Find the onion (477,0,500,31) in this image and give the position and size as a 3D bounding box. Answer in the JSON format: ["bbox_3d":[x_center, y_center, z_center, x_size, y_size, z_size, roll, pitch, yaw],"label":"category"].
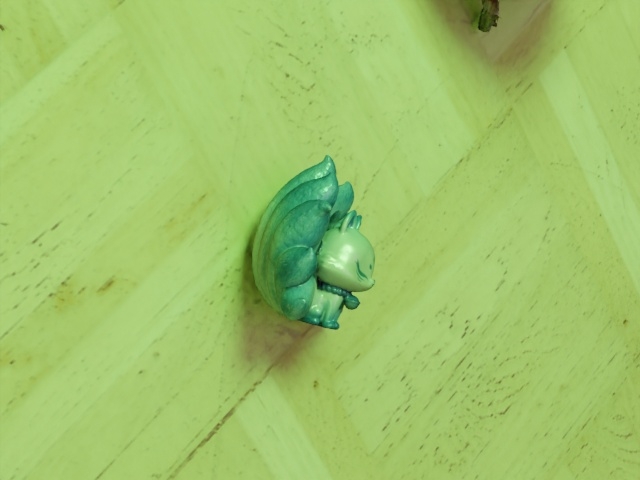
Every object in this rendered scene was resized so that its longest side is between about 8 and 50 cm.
[{"bbox_3d":[0.132,-0.203,1.195,0.150,0.140,0.150,16,45,-16],"label":"onion"}]

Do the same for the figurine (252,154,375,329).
[{"bbox_3d":[0.000,0.000,1.092,0.114,0.079,0.114,13,90,-68],"label":"figurine"}]
